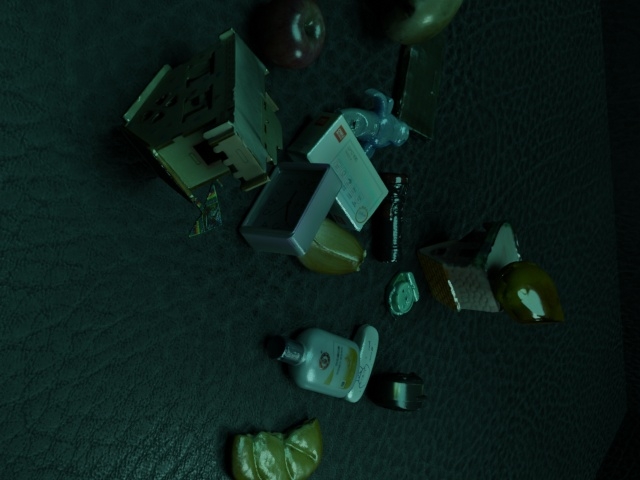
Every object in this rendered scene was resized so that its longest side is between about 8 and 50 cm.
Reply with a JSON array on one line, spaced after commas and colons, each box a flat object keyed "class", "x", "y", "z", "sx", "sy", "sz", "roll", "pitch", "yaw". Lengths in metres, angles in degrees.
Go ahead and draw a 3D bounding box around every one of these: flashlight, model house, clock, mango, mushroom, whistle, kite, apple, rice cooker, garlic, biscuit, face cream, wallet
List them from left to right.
[{"class": "model house", "x": -0.206, "y": -0.183, "z": 1.187, "sx": 0.326, "sy": 0.244, "sz": 0.169, "roll": -97, "pitch": 159, "yaw": -44}, {"class": "kite", "x": -0.219, "y": -0.052, "z": 1.358, "sx": 0.090, "sy": 0.004, "sz": 0.122, "roll": 47, "pitch": 58, "yaw": -44}, {"class": "biscuit", "x": -0.094, "y": 0.481, "z": 1.541, "sx": 0.299, "sy": 0.045, "sz": 0.154, "roll": 5, "pitch": 91, "yaw": -51}, {"class": "apple", "x": -0.062, "y": -0.424, "z": 1.427, "sx": 0.153, "sy": 0.120, "sz": 0.153, "roll": -14, "pitch": 106, "yaw": -56}, {"class": "clock", "x": -0.062, "y": -0.070, "z": 1.438, "sx": 0.197, "sy": 0.150, "sz": 0.063, "roll": -62, "pitch": 139, "yaw": -26}, {"class": "face cream", "x": -0.012, "y": 0.271, "z": 1.599, "sx": 0.291, "sy": 0.071, "sz": 0.144, "roll": 31, "pitch": 70, "yaw": -48}, {"class": "garlic", "x": -0.004, "y": 0.009, "z": 1.556, "sx": 0.115, "sy": 0.128, "sz": 0.206, "roll": -45, "pitch": 135, "yaw": 16}, {"class": "whistle", "x": 0.123, "y": -0.276, "z": 1.695, "sx": 0.269, "sy": 0.093, "sz": 0.180, "roll": -5, "pitch": 122, "yaw": -50}, {"class": "flashlight", "x": 0.177, "y": -0.057, "z": 1.793, "sx": 0.093, "sy": 0.093, "sz": 0.232, "roll": -7, "pitch": 102, "yaw": -51}, {"class": "rice cooker", "x": 0.210, "y": 0.402, "z": 1.858, "sx": 0.165, "sy": 0.112, "sz": 0.106, "roll": 5, "pitch": 84, "yaw": -52}, {"class": "clock", "x": 0.215, "y": 0.155, "z": 1.894, "sx": 0.135, "sy": 0.041, "sz": 0.101, "roll": -47, "pitch": 128, "yaw": -38}, {"class": "mushroom", "x": 0.196, "y": -0.625, "z": 1.666, "sx": 0.290, "sy": 0.292, "sz": 0.292, "roll": 19, "pitch": 77, "yaw": -18}, {"class": "wallet", "x": 0.268, "y": -0.443, "z": 1.898, "sx": 0.169, "sy": 0.044, "sz": 0.317, "roll": 18, "pitch": 78, "yaw": -47}, {"class": "model house", "x": 0.417, "y": 0.056, "z": 1.988, "sx": 0.237, "sy": 0.237, "sz": 0.202, "roll": -59, "pitch": 133, "yaw": -35}, {"class": "mango", "x": 0.538, "y": 0.138, "z": 1.847, "sx": 0.236, "sy": 0.136, "sz": 0.166, "roll": 14, "pitch": 66, "yaw": -50}]

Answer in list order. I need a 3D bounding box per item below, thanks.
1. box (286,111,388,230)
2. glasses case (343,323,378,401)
[{"class": "box", "x": 0.043, "y": -0.152, "z": 1.598, "sx": 0.135, "sy": 0.079, "sz": 0.269, "roll": -52, "pitch": 131, "yaw": -17}, {"class": "glasses case", "x": 0.098, "y": 0.308, "z": 1.757, "sx": 0.076, "sy": 0.049, "sz": 0.197, "roll": 39, "pitch": 64, "yaw": -46}]
